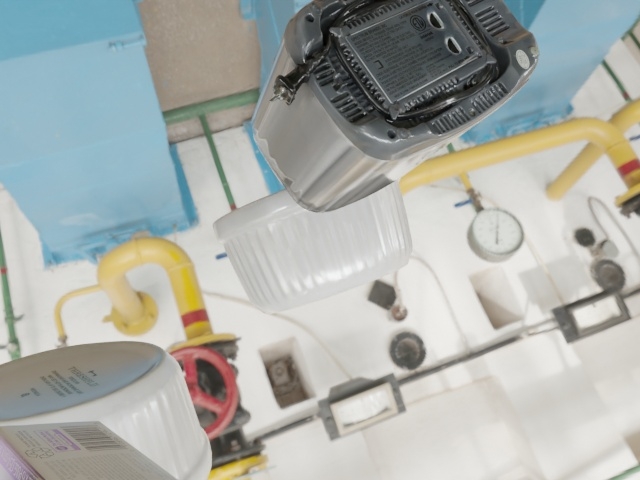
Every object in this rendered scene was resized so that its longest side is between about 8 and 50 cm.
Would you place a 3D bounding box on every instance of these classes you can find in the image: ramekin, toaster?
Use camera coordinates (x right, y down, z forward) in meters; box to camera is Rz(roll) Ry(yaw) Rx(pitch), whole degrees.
[{"bbox_3d":[-0.254,0.194,0.580,0.272,0.127,0.273,-6,-172,1],"label":"ramekin"},{"bbox_3d":[0.000,0.000,0.616,0.207,0.109,0.207,-20,179,0],"label":"ramekin"},{"bbox_3d":[0.042,-0.109,0.442,0.227,0.129,0.146,-34,176,-28],"label":"toaster"}]

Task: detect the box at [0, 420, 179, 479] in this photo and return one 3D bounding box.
[{"bbox_3d":[-0.045,0.152,0.216,0.323,0.063,0.067,10,178,42],"label":"box"}]
